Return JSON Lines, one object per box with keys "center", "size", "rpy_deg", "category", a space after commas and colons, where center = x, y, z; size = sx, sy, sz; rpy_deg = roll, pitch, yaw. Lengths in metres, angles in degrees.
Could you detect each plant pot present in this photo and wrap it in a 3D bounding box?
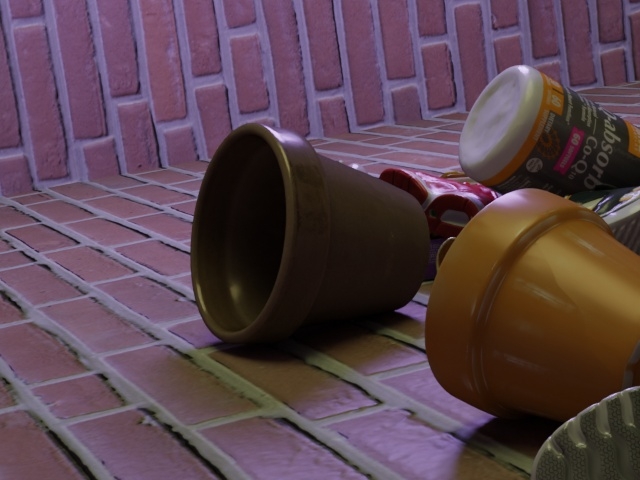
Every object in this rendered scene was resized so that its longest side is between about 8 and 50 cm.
{"center": [0.000, 0.000, 1.830], "size": [0.229, 0.263, 0.263], "rpy_deg": [5, 3, -28], "category": "plant pot"}
{"center": [0.227, 0.078, 1.326], "size": [0.205, 0.205, 0.188], "rpy_deg": [-16, 28, -38], "category": "plant pot"}

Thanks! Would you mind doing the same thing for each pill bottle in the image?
{"center": [0.329, -0.097, 1.960], "size": [0.278, 0.162, 0.162], "rpy_deg": [26, -1, -20], "category": "pill bottle"}

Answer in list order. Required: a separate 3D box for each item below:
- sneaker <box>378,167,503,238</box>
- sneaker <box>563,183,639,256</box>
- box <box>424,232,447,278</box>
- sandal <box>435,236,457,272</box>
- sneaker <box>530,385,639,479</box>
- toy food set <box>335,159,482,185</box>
{"center": [0.182, -0.048, 2.052], "size": [0.128, 0.087, 0.221], "rpy_deg": [-6, 22, -34], "category": "sneaker"}
{"center": [0.378, -0.014, 1.856], "size": [0.321, 0.126, 0.127], "rpy_deg": [-14, 17, -22], "category": "sneaker"}
{"center": [0.184, -0.006, 2.158], "size": [0.201, 0.057, 0.293], "rpy_deg": [-7, 10, 1], "category": "box"}
{"center": [0.177, 0.031, 1.824], "size": [0.088, 0.079, 0.240], "rpy_deg": [-36, 13, 0], "category": "sandal"}
{"center": [0.285, 0.160, 1.145], "size": [0.281, 0.105, 0.115], "rpy_deg": [-15, -22, -14], "category": "sneaker"}
{"center": [0.150, -0.094, 2.339], "size": [0.306, 0.092, 0.220], "rpy_deg": [-6, -10, -15], "category": "toy food set"}
